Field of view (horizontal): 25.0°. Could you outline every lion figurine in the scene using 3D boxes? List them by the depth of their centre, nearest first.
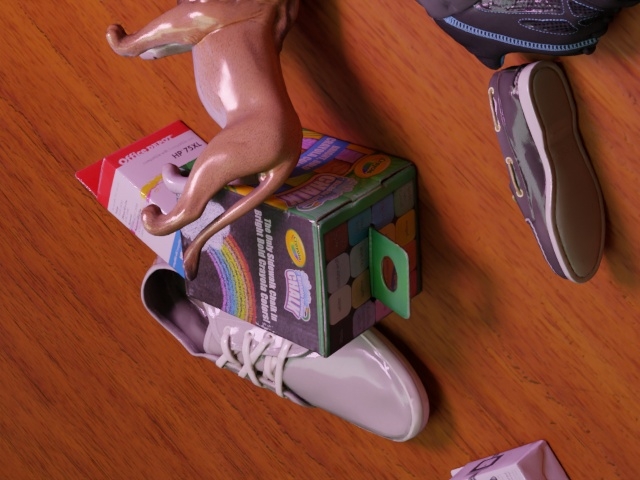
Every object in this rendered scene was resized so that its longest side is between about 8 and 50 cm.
[{"bbox_3d":[-0.091,-0.173,1.555,0.240,0.142,0.392,-17,82,16],"label":"lion figurine"}]

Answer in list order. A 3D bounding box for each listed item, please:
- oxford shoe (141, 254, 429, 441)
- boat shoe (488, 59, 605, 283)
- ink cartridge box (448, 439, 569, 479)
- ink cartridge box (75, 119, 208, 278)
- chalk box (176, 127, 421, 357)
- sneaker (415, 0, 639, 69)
[{"bbox_3d":[-0.058,0.135,1.837,0.449,0.130,0.169,30,132,28],"label":"oxford shoe"},{"bbox_3d":[0.226,-0.067,1.449,0.068,0.081,0.228,-2,106,50],"label":"boat shoe"},{"bbox_3d":[0.218,0.312,1.715,0.180,0.060,0.104,-31,91,51],"label":"ink cartridge box"},{"bbox_3d":[-0.187,-0.064,1.831,0.231,0.134,0.078,40,138,20],"label":"ink cartridge box"},{"bbox_3d":[0.000,0.000,1.648,0.289,0.179,0.180,21,128,35],"label":"chalk box"},{"bbox_3d":[0.244,-0.247,1.307,0.341,0.125,0.139,-6,137,45],"label":"sneaker"}]
